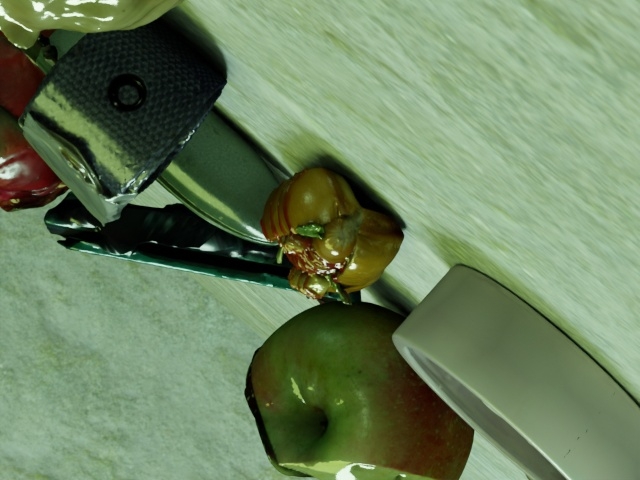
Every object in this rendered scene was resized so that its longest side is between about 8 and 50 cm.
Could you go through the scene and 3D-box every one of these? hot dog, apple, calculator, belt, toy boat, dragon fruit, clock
[{"bbox_3d":[0.000,0.000,1.446,0.104,0.076,0.250,42,171,-6],"label":"hot dog"},{"bbox_3d":[0.042,0.144,1.714,0.207,0.174,0.188,29,-165,39],"label":"apple"},{"bbox_3d":[-0.106,0.001,1.704,0.274,0.058,0.248,12,180,-8],"label":"calculator"},{"bbox_3d":[-0.155,-0.101,1.409,0.126,0.139,0.230,42,175,-5],"label":"belt"},{"bbox_3d":[-0.123,-0.084,1.594,0.260,0.078,0.085,40,156,10],"label":"toy boat"},{"bbox_3d":[-0.283,-0.140,1.698,0.193,0.192,0.274,35,167,42],"label":"dragon fruit"},{"bbox_3d":[0.142,0.106,1.320,0.197,0.068,0.197,42,173,6],"label":"clock"}]

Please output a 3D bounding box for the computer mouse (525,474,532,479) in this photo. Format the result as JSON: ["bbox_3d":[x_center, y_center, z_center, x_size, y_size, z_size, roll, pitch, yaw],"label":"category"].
[{"bbox_3d":[0.249,0.230,1.479,0.158,0.072,0.310,42,173,-16],"label":"computer mouse"}]

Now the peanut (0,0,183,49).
[{"bbox_3d":[-0.185,-0.215,0.805,0.340,0.158,0.174,47,134,-9],"label":"peanut"}]

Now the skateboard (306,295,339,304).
[{"bbox_3d":[0.017,0.082,1.974,0.080,0.067,0.151,52,169,6],"label":"skateboard"}]
